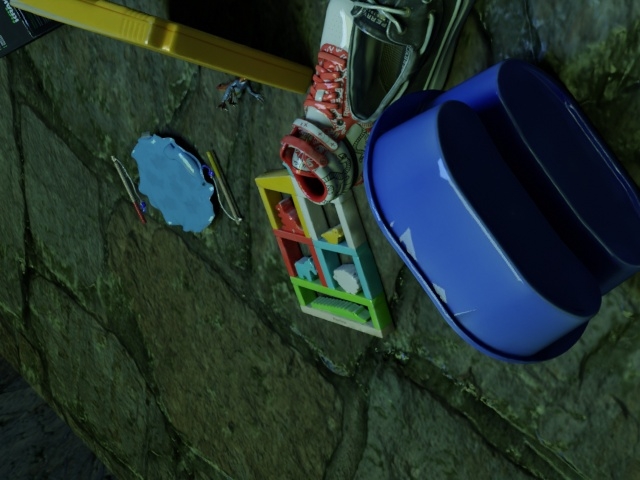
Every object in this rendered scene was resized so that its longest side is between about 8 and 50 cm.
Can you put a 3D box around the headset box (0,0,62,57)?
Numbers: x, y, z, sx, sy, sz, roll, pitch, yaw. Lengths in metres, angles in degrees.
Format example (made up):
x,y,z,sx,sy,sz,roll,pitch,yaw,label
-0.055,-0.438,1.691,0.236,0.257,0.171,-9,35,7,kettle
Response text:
x,y,z,sx,sy,sz,roll,pitch,yaw,label
-0.533,-0.440,2.128,0.283,0.131,0.246,-6,115,57,headset box

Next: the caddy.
x,y,z,sx,sy,sz,roll,pitch,yaw,label
0.199,-0.029,1.426,0.341,0.241,0.179,55,145,0,caddy

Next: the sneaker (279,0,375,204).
x,y,z,sx,sy,sz,roll,pitch,yaw,label
0.016,-0.171,1.626,0.090,0.145,0.270,29,141,36,sneaker

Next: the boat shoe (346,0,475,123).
x,y,z,sx,sy,sz,roll,pitch,yaw,label
0.097,-0.257,1.453,0.121,0.119,0.335,37,146,27,boat shoe

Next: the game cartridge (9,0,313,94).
x,y,z,sx,sy,sz,roll,pitch,yaw,label
-0.214,-0.278,1.742,0.323,0.285,0.053,20,97,40,game cartridge

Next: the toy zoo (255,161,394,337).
x,y,z,sx,sy,sz,roll,pitch,yaw,label
0.000,0.000,1.932,0.192,0.030,0.293,14,131,48,toy zoo

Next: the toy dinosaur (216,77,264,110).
x,y,z,sx,sy,sz,roll,pitch,yaw,label
-0.125,-0.225,1.873,0.090,0.047,0.082,51,133,26,toy dinosaur

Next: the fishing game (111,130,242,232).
x,y,z,sx,sy,sz,roll,pitch,yaw,label
-0.243,-0.101,2.162,0.264,0.041,0.189,-3,119,46,fishing game
